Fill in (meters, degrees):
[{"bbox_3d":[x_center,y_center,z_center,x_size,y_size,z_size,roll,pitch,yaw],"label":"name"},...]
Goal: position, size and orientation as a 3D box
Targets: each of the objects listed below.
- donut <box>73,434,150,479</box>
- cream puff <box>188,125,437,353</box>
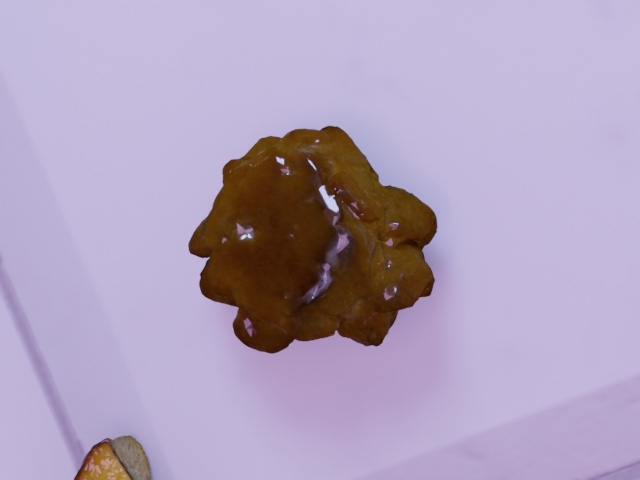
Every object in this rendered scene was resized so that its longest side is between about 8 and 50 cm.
[{"bbox_3d":[-0.095,0.147,0.985,0.083,0.038,0.067,30,99,0],"label":"donut"},{"bbox_3d":[0.000,0.000,0.925,0.122,0.094,0.116,7,96,32],"label":"cream puff"}]
